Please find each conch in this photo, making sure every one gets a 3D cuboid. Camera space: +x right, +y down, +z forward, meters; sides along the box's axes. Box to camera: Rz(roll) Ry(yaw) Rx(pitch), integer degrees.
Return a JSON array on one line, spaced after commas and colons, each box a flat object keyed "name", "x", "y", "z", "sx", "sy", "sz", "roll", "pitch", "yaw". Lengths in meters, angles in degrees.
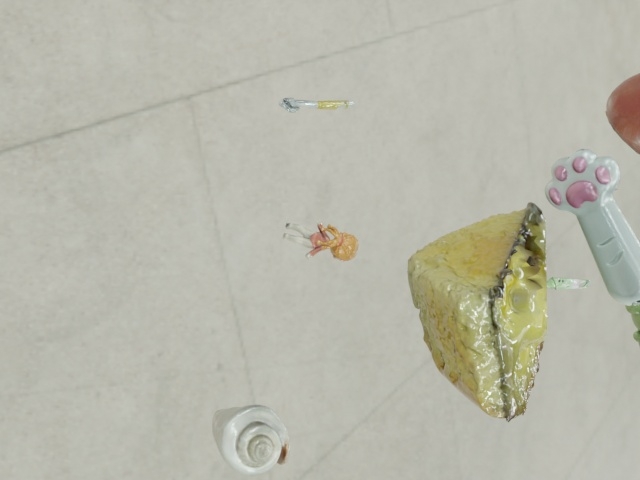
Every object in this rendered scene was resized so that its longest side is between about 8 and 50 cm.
[{"name": "conch", "x": -0.104, "y": 0.279, "z": 1.348, "sx": 0.104, "sy": 0.176, "sz": 0.094, "roll": -14, "pitch": 85, "yaw": -25}]

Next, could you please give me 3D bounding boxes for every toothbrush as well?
[{"name": "toothbrush", "x": 0.001, "y": -0.247, "z": 1.753, "sx": 0.024, "sy": 0.021, "sz": 0.288, "roll": 47, "pitch": 24, "yaw": 13}]

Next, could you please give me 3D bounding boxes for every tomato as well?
[{"name": "tomato", "x": 0.499, "y": -0.194, "z": 1.395, "sx": 0.166, "sy": 0.174, "sz": 0.082, "roll": -24, "pitch": 140, "yaw": -30}]

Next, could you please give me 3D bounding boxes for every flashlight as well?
[{"name": "flashlight", "x": 0.342, "y": -0.013, "z": 1.158, "sx": 0.047, "sy": 0.093, "sz": 0.200, "roll": -27, "pitch": 91, "yaw": -56}]

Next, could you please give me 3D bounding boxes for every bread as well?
[{"name": "bread", "x": 0.202, "y": 0.094, "z": 1.183, "sx": 0.262, "sy": 0.162, "sz": 0.204, "roll": -43, "pitch": 122, "yaw": -54}]

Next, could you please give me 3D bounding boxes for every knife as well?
[{"name": "knife", "x": 0.521, "y": 0.097, "z": 2.174, "sx": 0.207, "sy": 0.014, "sz": 0.030, "roll": 1, "pitch": 95, "yaw": -18}]

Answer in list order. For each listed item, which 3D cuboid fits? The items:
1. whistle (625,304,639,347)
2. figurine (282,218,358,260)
[{"name": "whistle", "x": 0.578, "y": 0.154, "z": 1.608, "sx": 0.085, "sy": 0.105, "sz": 0.227, "roll": -97, "pitch": 164, "yaw": -53}, {"name": "figurine", "x": 0.000, "y": 0.000, "z": 1.354, "sx": 0.047, "sy": 0.109, "sz": 0.064, "roll": 86, "pitch": 21, "yaw": -69}]
